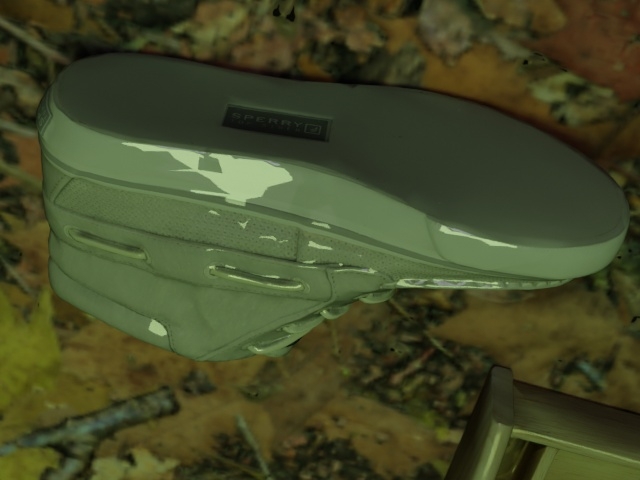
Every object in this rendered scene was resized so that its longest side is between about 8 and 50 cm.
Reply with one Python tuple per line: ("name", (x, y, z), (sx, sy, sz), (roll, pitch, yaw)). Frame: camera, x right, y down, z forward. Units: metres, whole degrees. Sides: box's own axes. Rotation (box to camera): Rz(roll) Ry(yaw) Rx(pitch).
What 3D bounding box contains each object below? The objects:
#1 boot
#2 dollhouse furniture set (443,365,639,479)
("boot", (0.000, 0.000, 0.731), (0.258, 0.095, 0.123), (14, 130, 7))
("dollhouse furniture set", (0.163, 0.186, 0.700), (0.198, 0.303, 0.286), (14, 124, -5))
